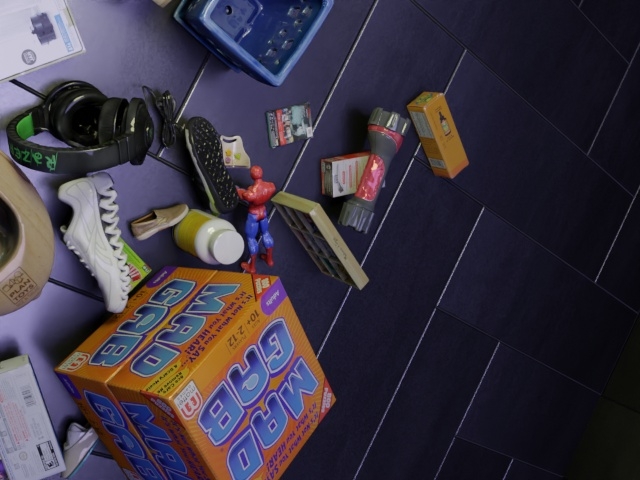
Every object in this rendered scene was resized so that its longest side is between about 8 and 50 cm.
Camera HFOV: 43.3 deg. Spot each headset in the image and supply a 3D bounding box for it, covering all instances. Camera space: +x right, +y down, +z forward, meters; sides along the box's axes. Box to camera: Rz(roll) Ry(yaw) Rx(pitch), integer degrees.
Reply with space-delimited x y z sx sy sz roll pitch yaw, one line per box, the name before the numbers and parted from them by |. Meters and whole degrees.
headset | -0.422 -0.206 1.591 0.394 0.244 0.185 -40 141 -47

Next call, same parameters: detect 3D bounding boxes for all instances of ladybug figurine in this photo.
ladybug figurine | -0.683 -0.043 1.478 0.305 0.162 0.449 -44 124 -17

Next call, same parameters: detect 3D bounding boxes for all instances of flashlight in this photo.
flashlight | 0.126 -0.171 1.995 0.103 0.103 0.303 21 90 -11

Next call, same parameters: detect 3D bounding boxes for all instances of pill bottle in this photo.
pill bottle | -0.246 -0.005 1.787 0.103 0.184 0.103 -10 109 -33

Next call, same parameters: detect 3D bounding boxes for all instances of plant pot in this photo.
plant pot | -0.156 -0.486 1.697 0.236 0.212 0.235 38 81 -37

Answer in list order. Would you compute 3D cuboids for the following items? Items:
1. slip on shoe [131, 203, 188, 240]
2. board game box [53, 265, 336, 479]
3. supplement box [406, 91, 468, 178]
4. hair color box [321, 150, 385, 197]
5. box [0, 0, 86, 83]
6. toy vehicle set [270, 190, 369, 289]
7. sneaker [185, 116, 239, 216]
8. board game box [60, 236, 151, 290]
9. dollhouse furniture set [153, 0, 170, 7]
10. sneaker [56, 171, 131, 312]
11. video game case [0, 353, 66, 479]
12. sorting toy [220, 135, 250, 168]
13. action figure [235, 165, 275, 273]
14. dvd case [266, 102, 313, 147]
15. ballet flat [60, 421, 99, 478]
slip on shoe | -0.356 -0.050 1.783 0.135 0.051 0.041 -30 122 -17
board game box | -0.252 0.307 1.709 0.356 0.357 0.356 -48 127 -38
supplement box | 0.318 -0.284 2.180 0.078 0.080 0.233 -40 124 -21
hair color box | 0.084 -0.171 2.059 0.167 0.053 0.093 -13 110 -34
box | -0.604 -0.376 1.486 0.290 0.087 0.169 -28 118 -26
toy vehicle set | 0.000 0.000 1.976 0.035 0.166 0.266 -46 124 -17
sneaker | -0.263 -0.157 1.785 0.084 0.097 0.234 -36 117 -44
board game box | -0.459 0.033 1.735 0.092 0.043 0.181 -47 125 -16
dollhouse furniture set | -0.259 -0.668 1.465 0.394 0.362 0.256 -39 147 14
sneaker | -0.460 0.011 1.643 0.118 0.110 0.291 -14 103 -24
video game case | -0.678 0.391 1.642 0.245 0.061 0.269 -17 113 -18
sorting toy | -0.207 -0.203 1.852 0.083 0.045 0.075 -2 97 -35
action figure | -0.170 -0.071 1.895 0.092 0.139 0.280 -24 138 -31
dvd case | -0.073 -0.278 1.941 0.120 0.013 0.087 -19 114 -29
ballet flat | -0.510 0.409 1.793 0.248 0.086 0.086 -50 126 -17
